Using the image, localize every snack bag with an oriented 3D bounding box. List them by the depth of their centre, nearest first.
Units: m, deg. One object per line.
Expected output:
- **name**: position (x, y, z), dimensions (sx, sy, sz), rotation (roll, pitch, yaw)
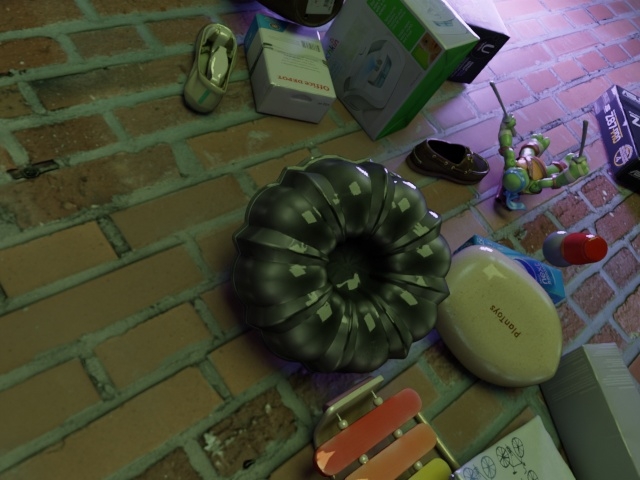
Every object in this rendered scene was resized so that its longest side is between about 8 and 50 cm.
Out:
- **snack bag**: position (0.341, 0.443, 0.906), dimensions (0.323, 0.037, 0.343), rotation (0, 58, -52)

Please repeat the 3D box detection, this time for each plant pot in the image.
- **plant pot**: position (-0.049, -0.529, 1.257), dimensions (0.215, 0.215, 0.230), rotation (-5, 48, -34)

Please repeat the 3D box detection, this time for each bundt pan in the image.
- **bundt pan**: position (0.043, 0.037, 0.896), dimensions (0.330, 0.124, 0.331), rotation (0, 91, -16)

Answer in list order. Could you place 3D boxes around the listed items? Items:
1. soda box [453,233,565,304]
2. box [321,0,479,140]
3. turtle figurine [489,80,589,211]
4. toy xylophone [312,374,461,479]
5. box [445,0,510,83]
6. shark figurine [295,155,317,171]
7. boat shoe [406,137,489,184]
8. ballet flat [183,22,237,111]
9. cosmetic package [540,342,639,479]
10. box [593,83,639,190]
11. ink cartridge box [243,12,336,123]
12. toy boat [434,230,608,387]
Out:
- **soda box**: position (0.360, 0.066, 1.218), dimensions (0.210, 0.071, 0.067), rotation (21, 50, -18)
- **box**: position (0.138, -0.378, 1.267), dimensions (0.126, 0.262, 0.231), rotation (-29, 77, -41)
- **turtle figurine**: position (0.488, -0.202, 1.376), dimensions (0.266, 0.197, 0.275), rotation (-18, 111, -57)
- **toy xylophone**: position (0.128, 0.335, 0.881), dimensions (0.236, 0.081, 0.323), rotation (-31, 78, -42)
- **box**: position (0.277, -0.492, 1.496), dimensions (0.270, 0.165, 0.143), rotation (3, 57, -30)
- **shark figurine**: position (-0.001, 0.025, 1.000), dimensions (0.278, 0.166, 0.116), rotation (51, 16, -26)
- **boat shoe**: position (0.282, -0.168, 1.336), dimensions (0.206, 0.073, 0.073), rotation (3, 57, -31)
- **ballet flat**: position (-0.188, -0.336, 1.161), dimensions (0.086, 0.086, 0.249), rotation (18, 51, -20)
- **cosmetic package**: position (0.478, 0.307, 1.084), dimensions (0.107, 0.127, 0.238), rotation (2, 60, -31)
- **box**: position (0.966, -0.233, 1.783), dimensions (0.394, 0.097, 0.318), rotation (22, 47, -16)
- **ink cartridge box**: position (-0.062, -0.332, 1.234), dimensions (0.139, 0.082, 0.191), rotation (6, 57, -29)
- **toy boat**: position (0.347, 0.096, 1.101), dimensions (0.318, 0.148, 0.267), rotation (-39, 94, -6)
